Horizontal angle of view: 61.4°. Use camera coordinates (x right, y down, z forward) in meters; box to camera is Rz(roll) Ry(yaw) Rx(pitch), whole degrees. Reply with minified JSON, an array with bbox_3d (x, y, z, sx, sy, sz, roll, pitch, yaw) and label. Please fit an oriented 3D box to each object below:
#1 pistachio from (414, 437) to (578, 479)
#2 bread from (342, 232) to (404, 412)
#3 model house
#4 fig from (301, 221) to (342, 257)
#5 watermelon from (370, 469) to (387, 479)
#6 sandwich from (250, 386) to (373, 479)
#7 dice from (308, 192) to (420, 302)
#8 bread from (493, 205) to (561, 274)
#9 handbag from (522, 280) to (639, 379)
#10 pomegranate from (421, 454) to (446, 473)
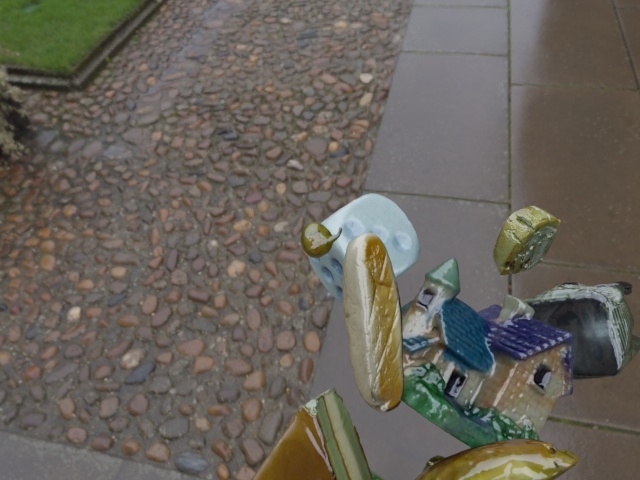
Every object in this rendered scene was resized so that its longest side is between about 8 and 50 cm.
[{"bbox_3d":[0.124,0.198,0.444,0.090,0.173,0.049,-1,54,-52],"label":"pistachio"},{"bbox_3d":[0.060,0.096,0.635,0.073,0.214,0.053,-12,7,-38],"label":"bread"},{"bbox_3d":[0.281,0.208,0.979,0.280,0.312,0.245,-56,22,-6],"label":"model house"},{"bbox_3d":[0.000,0.000,1.313,0.098,0.082,0.084,-1,44,34],"label":"fig"},{"bbox_3d":[0.091,0.813,1.500,0.364,0.363,0.363,-3,48,3],"label":"watermelon"},{"bbox_3d":[-0.036,0.419,1.020,0.199,0.155,0.227,-21,83,21],"label":"sandwich"},{"bbox_3d":[0.130,0.029,1.702,0.263,0.264,0.267,-30,83,-25],"label":"dice"},{"bbox_3d":[0.408,0.005,1.076,0.118,0.156,0.064,-16,45,-18],"label":"bread"},{"bbox_3d":[0.709,0.241,1.496,0.240,0.341,0.247,-8,83,-38],"label":"handbag"},{"bbox_3d":[0.307,0.525,0.918,0.310,0.358,0.215,13,93,16],"label":"pomegranate"}]
